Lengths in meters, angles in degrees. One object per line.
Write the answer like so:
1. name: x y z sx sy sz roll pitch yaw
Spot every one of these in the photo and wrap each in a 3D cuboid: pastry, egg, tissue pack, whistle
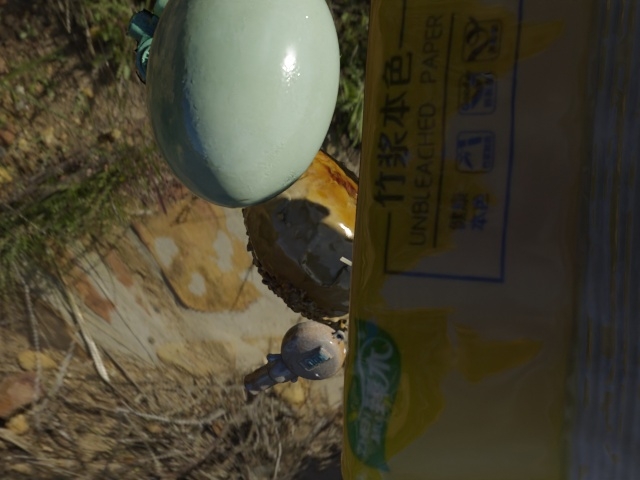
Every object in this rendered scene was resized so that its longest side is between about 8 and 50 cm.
1. pastry: 0.000 0.000 1.790 0.245 0.409 0.409 -40 78 15
2. egg: -0.082 -0.173 0.980 0.203 0.203 0.282 4 82 -2
3. tissue pack: 0.174 -0.048 0.530 0.228 0.293 0.381 4 90 39
4. whistle: -0.044 0.202 1.533 0.107 0.220 0.057 46 34 -21

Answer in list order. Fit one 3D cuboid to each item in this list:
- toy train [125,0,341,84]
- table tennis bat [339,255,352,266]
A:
1. toy train: -0.117 -0.251 1.272 0.307 0.189 0.126 33 30 -3
2. table tennis bat: 0.064 0.045 1.311 0.083 0.050 0.007 29 86 -3
